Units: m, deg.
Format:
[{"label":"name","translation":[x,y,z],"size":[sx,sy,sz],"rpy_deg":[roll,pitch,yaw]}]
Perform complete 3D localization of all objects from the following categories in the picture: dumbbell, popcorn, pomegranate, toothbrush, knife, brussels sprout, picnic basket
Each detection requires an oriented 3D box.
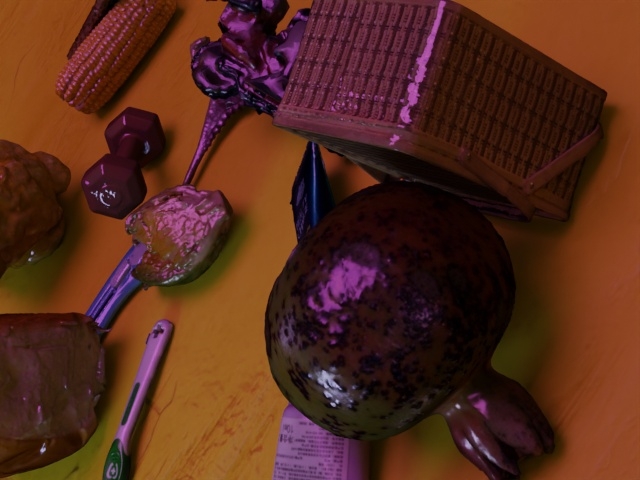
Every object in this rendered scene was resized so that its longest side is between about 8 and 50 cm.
[{"label":"dumbbell","translation":[-0.283,-0.114,2.051],"size":[0.082,0.092,0.231],"rpy_deg":[-12,26,10]},{"label":"popcorn","translation":[-0.502,-0.043,2.169],"size":[0.241,0.235,0.250],"rpy_deg":[-63,24,-3]},{"label":"pomegranate","translation":[0.111,0.109,1.482],"size":[0.341,0.285,0.285],"rpy_deg":[44,101,8]},{"label":"toothbrush","translation":[-0.267,0.298,1.885],"size":[0.042,0.040,0.418],"rpy_deg":[-2,60,40]},{"label":"knife","translation":[-0.296,0.078,2.044],"size":[0.222,0.031,0.064],"rpy_deg":[-54,46,5]},{"label":"brussels sprout","translation":[-0.190,-0.002,1.946],"size":[0.181,0.100,0.139],"rpy_deg":[-24,55,17]},{"label":"picnic basket","translation":[0.137,-0.135,1.555],"size":[0.228,0.313,0.175],"rpy_deg":[15,87,46]}]

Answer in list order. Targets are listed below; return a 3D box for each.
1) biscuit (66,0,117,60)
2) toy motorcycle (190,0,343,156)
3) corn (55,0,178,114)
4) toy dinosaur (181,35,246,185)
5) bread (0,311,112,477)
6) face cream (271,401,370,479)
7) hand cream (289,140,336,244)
[{"label":"biscuit","translation":[-0.342,-0.385,2.319],"size":[0.131,0.026,0.237],"rpy_deg":[-51,3,-36]},{"label":"toy motorcycle","translation":[-0.071,-0.267,1.906],"size":[0.401,0.134,0.207],"rpy_deg":[25,78,22]},{"label":"corn","translation":[-0.325,-0.310,2.263],"size":[0.244,0.093,0.093],"rpy_deg":[-50,42,8]},{"label":"toy dinosaur","translation":[-0.134,-0.198,2.032],"size":[0.251,0.072,0.199],"rpy_deg":[-26,60,17]},{"label":"bread","translation":[-0.455,0.213,1.942],"size":[0.250,0.279,0.225],"rpy_deg":[-10,79,40]},{"label":"face cream","translation":[0.001,0.267,1.609],"size":[0.154,0.096,0.274],"rpy_deg":[-2,74,31]},{"label":"hand cream","translation":[0.000,0.000,1.776],"size":[0.120,0.061,0.270],"rpy_deg":[110,157,-48]}]
